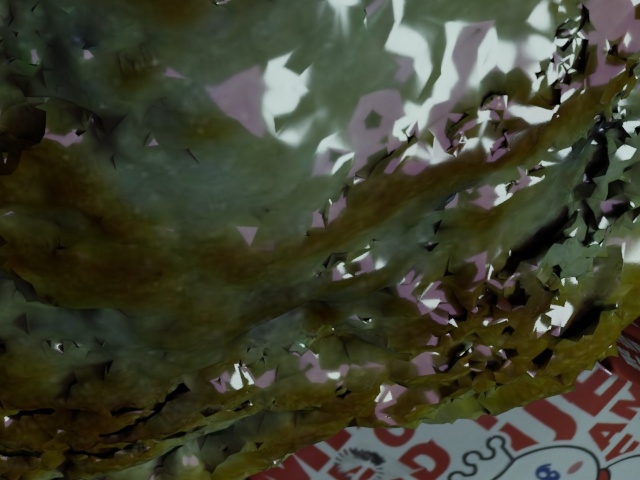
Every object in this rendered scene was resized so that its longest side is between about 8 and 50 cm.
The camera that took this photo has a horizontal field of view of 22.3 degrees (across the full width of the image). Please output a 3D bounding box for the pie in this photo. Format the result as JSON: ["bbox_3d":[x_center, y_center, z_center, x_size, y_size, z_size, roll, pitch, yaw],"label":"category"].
[{"bbox_3d":[-0.061,-0.087,0.493,0.395,0.180,0.418,-17,139,12],"label":"pie"}]

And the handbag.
[{"bbox_3d":[0.101,0.106,0.852,0.298,0.151,0.171,23,109,-45],"label":"handbag"}]
